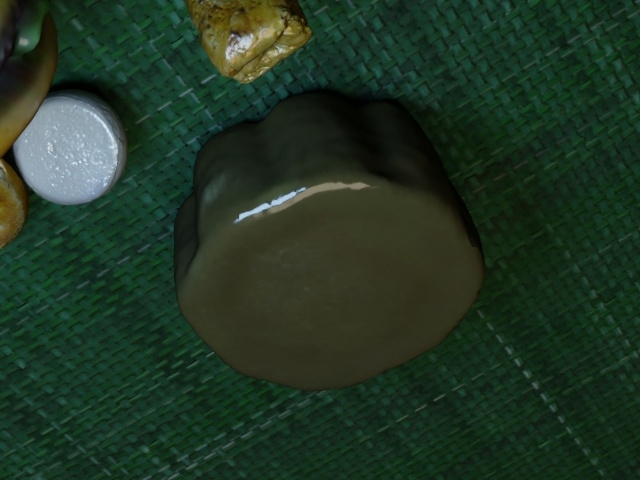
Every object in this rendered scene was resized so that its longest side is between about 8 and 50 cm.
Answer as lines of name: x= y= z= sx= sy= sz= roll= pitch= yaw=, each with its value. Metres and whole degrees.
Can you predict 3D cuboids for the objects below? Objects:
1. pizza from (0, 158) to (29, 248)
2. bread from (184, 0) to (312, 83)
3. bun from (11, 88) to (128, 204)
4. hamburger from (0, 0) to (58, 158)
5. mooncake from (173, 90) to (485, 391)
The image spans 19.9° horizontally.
pizza: x=-0.434 y=-0.061 z=2.127 sx=0.193 sy=0.053 sz=0.201 roll=9 pitch=152 yaw=-12
bread: x=-0.090 y=-0.268 z=1.959 sx=0.114 sy=0.211 sz=0.083 roll=-34 pitch=142 yaw=12
bun: x=-0.283 y=-0.114 z=2.118 sx=0.138 sy=0.094 sz=0.138 roll=5 pitch=110 yaw=14
hamburger: x=-0.447 y=-0.191 z=1.800 sx=0.395 sy=0.396 sz=0.277 roll=-21 pitch=132 yaw=2
mooncake: x=0.000 y=0.000 z=2.237 sx=0.378 sy=0.201 sz=0.378 roll=-6 pitch=133 yaw=-6
